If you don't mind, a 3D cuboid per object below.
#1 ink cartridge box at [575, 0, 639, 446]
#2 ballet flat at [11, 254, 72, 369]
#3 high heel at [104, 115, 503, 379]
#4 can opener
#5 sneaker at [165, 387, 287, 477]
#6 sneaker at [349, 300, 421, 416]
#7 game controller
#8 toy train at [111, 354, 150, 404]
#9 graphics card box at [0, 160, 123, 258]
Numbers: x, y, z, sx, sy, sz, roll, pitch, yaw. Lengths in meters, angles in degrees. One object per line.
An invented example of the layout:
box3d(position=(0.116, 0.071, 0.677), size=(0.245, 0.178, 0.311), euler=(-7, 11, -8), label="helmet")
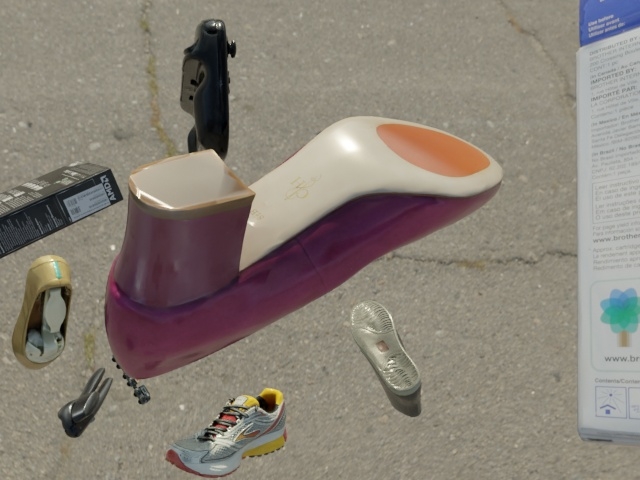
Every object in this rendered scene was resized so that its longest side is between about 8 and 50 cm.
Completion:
box3d(position=(0.247, -0.038, 0.362), size=(0.065, 0.185, 0.311), euler=(19, 69, -42), label="ink cartridge box")
box3d(position=(-0.420, 0.130, 0.958), size=(0.080, 0.232, 0.073), euler=(-9, 41, -37), label="ballet flat")
box3d(position=(0.000, 0.000, 0.548), size=(0.377, 0.181, 0.127), euler=(-9, 45, -32), label="high heel")
box3d(position=(-0.416, 0.292, 1.144), size=(0.073, 0.186, 0.059), euler=(-19, 102, 4), label="can opener")
box3d(position=(-0.134, 0.274, 0.922), size=(0.088, 0.093, 0.225), euler=(10, 10, 33), label="sneaker")
box3d(position=(0.119, 0.222, 1.176), size=(0.083, 0.118, 0.222), euler=(-21, 46, -5), label="sneaker")
box3d(position=(-0.153, -0.179, 0.869), size=(0.067, 0.319, 0.167), euler=(-11, 92, -13), label="game controller")
box3d(position=(-0.471, 0.337, 1.573), size=(0.036, 0.027, 0.158), euler=(-21, 67, -48), label="toy train")
box3d(position=(-0.681, -0.071, 1.482), size=(0.370, 0.094, 0.232), euler=(-34, 29, -31), label="graphics card box")
